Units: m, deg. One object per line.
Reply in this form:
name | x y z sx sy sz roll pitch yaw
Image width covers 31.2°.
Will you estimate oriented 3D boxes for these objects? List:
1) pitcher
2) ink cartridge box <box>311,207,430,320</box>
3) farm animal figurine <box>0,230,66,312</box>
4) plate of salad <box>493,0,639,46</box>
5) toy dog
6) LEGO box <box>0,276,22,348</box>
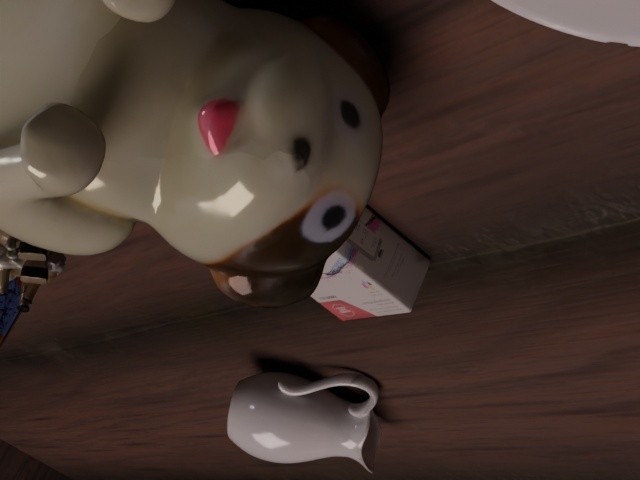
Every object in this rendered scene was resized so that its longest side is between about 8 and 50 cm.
pitcher | -0.020 0.235 1.589 0.207 0.125 0.177 9 131 9
ink cartridge box | 0.000 0.000 1.162 0.198 0.067 0.115 39 151 -26
farm animal figurine | -0.410 -0.070 1.278 0.327 0.172 0.330 16 153 -21
plate of salad | 0.156 -0.166 0.687 0.200 0.048 0.200 20 178 1
toy dog | -0.154 -0.096 0.884 0.408 0.284 0.395 20 167 10
LEGO box | -0.696 -0.016 1.589 0.500 0.193 0.372 4 147 36
